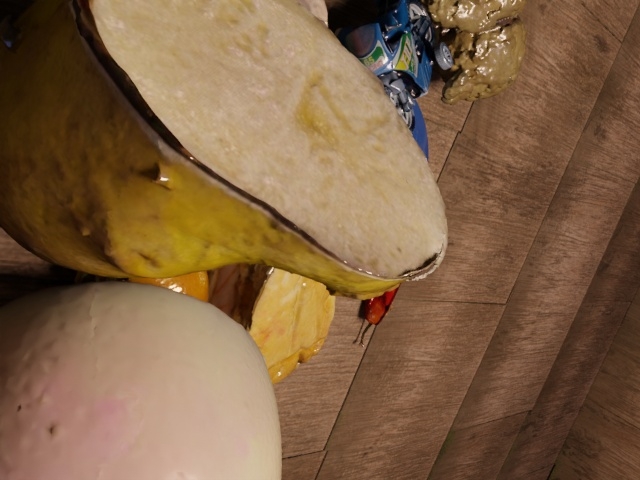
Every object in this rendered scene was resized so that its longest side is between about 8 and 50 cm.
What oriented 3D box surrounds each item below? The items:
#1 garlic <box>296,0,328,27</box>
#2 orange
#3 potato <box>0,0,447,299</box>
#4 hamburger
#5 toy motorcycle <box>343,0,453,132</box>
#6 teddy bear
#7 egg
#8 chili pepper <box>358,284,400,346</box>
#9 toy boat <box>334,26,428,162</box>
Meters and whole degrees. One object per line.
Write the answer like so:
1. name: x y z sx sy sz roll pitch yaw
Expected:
1. garlic: -0.083 -0.192 0.817 0.142 0.178 0.229 20 86 -31
2. orange: -0.202 0.046 0.842 0.134 0.154 0.155 -31 134 -26
3. potato: -0.124 -0.065 0.698 0.397 0.290 0.296 31 133 -28
4. hamburger: -0.080 0.075 0.994 0.209 0.162 0.330 8 105 -54
5. toy motorcycle: 0.092 -0.245 0.930 0.135 0.092 0.254 47 42 -31
6. teddy bear: 0.236 -0.333 1.102 0.267 0.156 0.256 -30 135 -36
7. egg: -0.211 0.269 0.726 0.354 0.340 0.355 -3 135 -3
8. chili pepper: 0.119 0.077 1.298 0.268 0.050 0.059 -66 175 29
9. toy boat: 0.088 -0.169 1.073 0.295 0.088 0.129 39 62 -49
